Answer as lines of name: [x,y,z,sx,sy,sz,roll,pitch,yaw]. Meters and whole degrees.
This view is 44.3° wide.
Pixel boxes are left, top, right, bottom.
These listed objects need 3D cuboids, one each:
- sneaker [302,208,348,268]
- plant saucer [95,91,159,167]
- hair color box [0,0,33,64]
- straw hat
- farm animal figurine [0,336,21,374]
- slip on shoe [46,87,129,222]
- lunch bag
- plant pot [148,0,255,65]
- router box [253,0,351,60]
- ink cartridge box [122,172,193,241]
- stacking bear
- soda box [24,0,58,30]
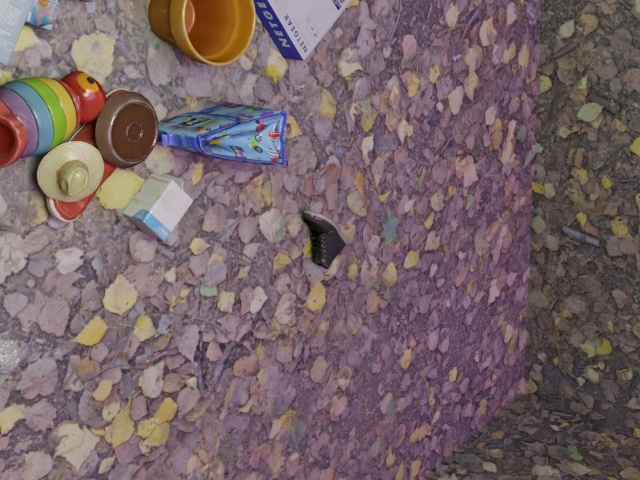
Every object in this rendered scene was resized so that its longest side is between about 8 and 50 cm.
sneaker: [0.000,0.000,2.356,0.222,0.083,0.118,43,72,-48]
plant saucer: [-0.410,-0.237,1.704,0.168,0.029,0.169,-25,122,-47]
hair color box: [-0.589,-0.521,1.438,0.113,0.185,0.375,26,84,-48]
straw hat: [-0.514,-0.130,1.638,0.144,0.061,0.145,-16,127,-22]
farm animal figurine: [-0.778,0.316,1.540,0.326,0.172,0.330,34,78,-48]
slip on shoe: [-0.492,-0.188,1.732,0.123,0.101,0.331,43,73,-48]
lunch bag: [-0.260,-0.246,1.874,0.293,0.221,0.138,-14,113,-45]
plant pot: [-0.283,-0.508,1.779,0.205,0.188,0.205,-19,117,-42]
router box: [-0.060,-0.694,2.040,0.301,0.082,0.335,-55,137,-18]
ink cartridge box: [-0.385,-0.088,1.891,0.143,0.092,0.090,-56,137,-17]
stacking bear: [-0.558,-0.265,1.592,0.289,0.175,0.164,-36,172,-47]
soda box: [-0.555,-0.517,1.570,0.058,0.063,0.183,10,96,-48]
